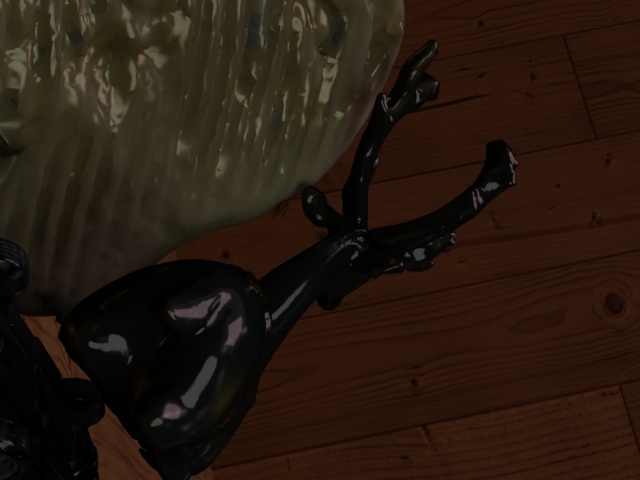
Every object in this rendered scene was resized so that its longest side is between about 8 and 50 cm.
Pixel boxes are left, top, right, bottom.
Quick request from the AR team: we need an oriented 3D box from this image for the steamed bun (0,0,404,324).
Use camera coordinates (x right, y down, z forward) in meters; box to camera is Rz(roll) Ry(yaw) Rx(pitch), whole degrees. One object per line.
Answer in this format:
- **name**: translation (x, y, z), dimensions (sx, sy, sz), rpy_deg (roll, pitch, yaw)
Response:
- **steamed bun**: translation (-0.118, -0.124, 0.500), dimensions (0.207, 0.280, 0.268), rpy_deg (41, -16, 37)

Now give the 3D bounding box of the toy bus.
- **toy bus**: translation (-0.152, 0.082, 0.427), dimensions (0.199, 0.108, 0.096), rpy_deg (80, -3, -54)

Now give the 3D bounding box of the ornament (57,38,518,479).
- **ornament**: translation (0.000, 0.000, 0.471), dimensions (0.080, 0.236, 0.202), rpy_deg (46, -16, 11)
